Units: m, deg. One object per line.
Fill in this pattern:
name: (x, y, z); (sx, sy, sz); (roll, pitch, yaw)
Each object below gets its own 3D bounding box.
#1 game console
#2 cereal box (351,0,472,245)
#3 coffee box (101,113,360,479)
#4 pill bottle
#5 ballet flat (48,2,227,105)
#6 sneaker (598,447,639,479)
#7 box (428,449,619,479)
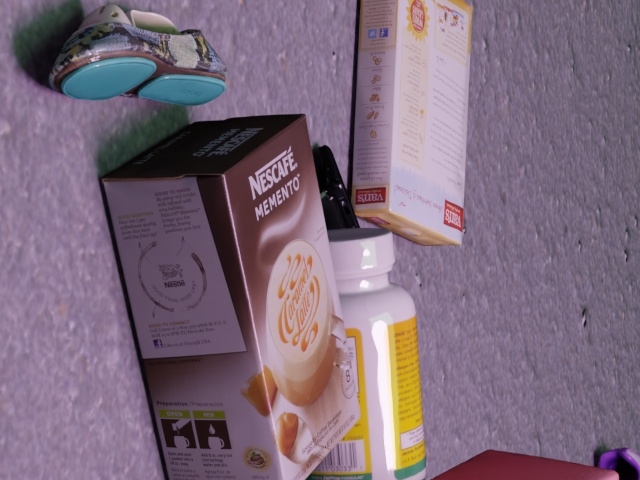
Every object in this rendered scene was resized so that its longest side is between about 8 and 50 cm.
game console: (0.000, 0.000, 1.511); (0.107, 0.071, 0.122); (-107, 177, -55)
cereal box: (0.087, -0.125, 1.652); (0.173, 0.047, 0.240); (23, 69, -61)
coffee box: (-0.059, 0.047, 1.289); (0.141, 0.098, 0.247); (-42, 126, -57)
pill bottle: (0.022, 0.098, 1.431); (0.117, 0.117, 0.208); (-18, 105, -63)
ballet flat: (-0.132, -0.128, 1.211); (0.188, 0.070, 0.070); (3, 86, -65)
sneaker: (0.365, 0.352, 2.154); (0.104, 0.095, 0.236); (48, 42, -44)
box: (0.140, 0.266, 1.411); (0.232, 0.126, 0.149); (-12, 107, -62)
